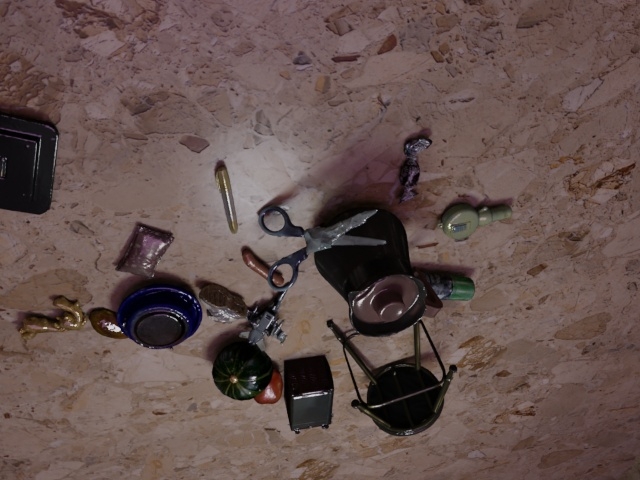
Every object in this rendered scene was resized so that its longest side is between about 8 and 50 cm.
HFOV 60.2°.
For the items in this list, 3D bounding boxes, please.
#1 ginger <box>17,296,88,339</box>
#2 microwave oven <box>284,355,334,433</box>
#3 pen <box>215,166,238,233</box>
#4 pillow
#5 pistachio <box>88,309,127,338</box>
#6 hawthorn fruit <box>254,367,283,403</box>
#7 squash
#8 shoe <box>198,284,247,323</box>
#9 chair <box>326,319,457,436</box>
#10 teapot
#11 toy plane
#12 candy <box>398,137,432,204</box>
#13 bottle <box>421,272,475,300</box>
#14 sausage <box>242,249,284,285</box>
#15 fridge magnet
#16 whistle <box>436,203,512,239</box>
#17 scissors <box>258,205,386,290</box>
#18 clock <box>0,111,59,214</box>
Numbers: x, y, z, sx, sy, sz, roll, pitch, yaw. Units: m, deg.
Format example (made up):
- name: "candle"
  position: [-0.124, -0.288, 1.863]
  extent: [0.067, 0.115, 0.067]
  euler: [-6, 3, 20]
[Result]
- name: "ginger"
  position: [-0.831, 0.257, 1.728]
  extent: [0.176, 0.052, 0.193]
  euler: [23, 118, -23]
- name: "microwave oven"
  position: [-0.040, 0.590, 2.124]
  extent: [0.188, 0.178, 0.247]
  euler: [-3, 128, -10]
- name: "pen"
  position: [-0.271, -0.113, 1.602]
  extent: [0.040, 0.032, 0.233]
  euler: [5, 130, 10]
- name: "pillow"
  position: [-0.524, 0.043, 1.647]
  extent: [0.118, 0.043, 0.185]
  euler: [21, 119, -26]
- name: "pistachio"
  position: [-0.675, 0.285, 1.793]
  extent: [0.089, 0.049, 0.173]
  euler: [-41, 126, 17]
- name: "hawthorn fruit"
  position: [-0.204, 0.539, 2.078]
  extent: [0.133, 0.133, 0.137]
  euler: [5, 110, -19]
- name: "squash"
  position: [-0.273, 0.460, 1.950]
  extent: [0.218, 0.218, 0.172]
  euler: [-40, 163, 17]
- name: "shoe"
  position: [-0.331, 0.216, 1.816]
  extent: [0.180, 0.089, 0.092]
  euler: [31, 126, -30]
- name: "chair"
  position: [0.277, 0.491, 2.031]
  extent: [0.362, 0.364, 0.410]
  euler: [-20, 135, 0]
- name: "teapot"
  position: [0.184, 0.107, 1.682]
  extent: [0.376, 0.361, 0.305]
  euler: [18, 120, -28]
- name: "toy plane"
  position: [-0.177, 0.255, 1.883]
  extent: [0.192, 0.088, 0.262]
  euler: [31, 113, -2]
- name: "candy"
  position: [0.279, -0.206, 1.664]
  extent: [0.094, 0.051, 0.226]
  euler: [-2, 128, -17]
- name: "bottle"
  position: [0.385, 0.160, 1.953]
  extent: [0.330, 0.093, 0.093]
  euler: [6, 126, -19]
- name: "sausage"
  position: [-0.188, 0.092, 1.780]
  extent: [0.043, 0.043, 0.186]
  euler: [-38, 127, 15]
- name: "fridge magnet"
  position: [-0.512, 0.250, 1.768]
  extent: [0.266, 0.112, 0.265]
  euler: [-7, 128, -9]
- name: "whistle"
  position: [0.508, -0.069, 1.825]
  extent: [0.258, 0.067, 0.126]
  euler: [-12, 131, -9]
- name: "scissors"
  position: [0.000, 0.000, 1.579]
  extent: [0.384, 0.255, 0.029]
  euler: [-10, 174, 23]
- name: "clock"
  position: [-0.813, -0.195, 1.378]
  extent: [0.274, 0.049, 0.278]
  euler: [10, 124, -21]
